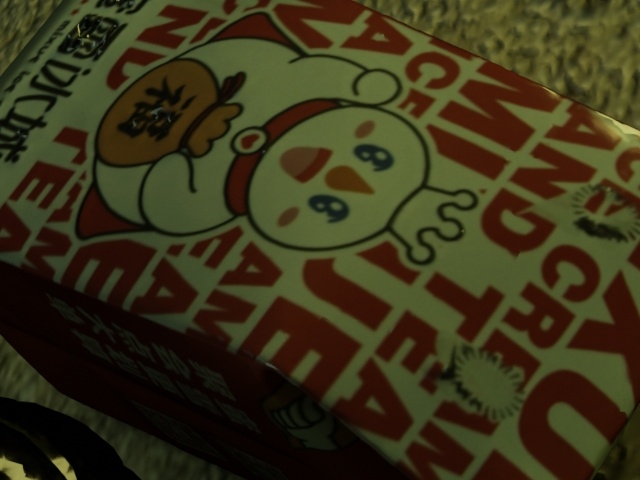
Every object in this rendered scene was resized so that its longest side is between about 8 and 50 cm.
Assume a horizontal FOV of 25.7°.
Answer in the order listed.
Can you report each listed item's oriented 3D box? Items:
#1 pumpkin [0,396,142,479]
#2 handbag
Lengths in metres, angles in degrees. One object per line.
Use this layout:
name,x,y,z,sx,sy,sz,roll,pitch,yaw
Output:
pumpkin,-0.116,0.156,0.443,0.162,0.220,0.220,-30,44,17
handbag,0.000,0.000,0.533,0.298,0.151,0.171,16,62,38
